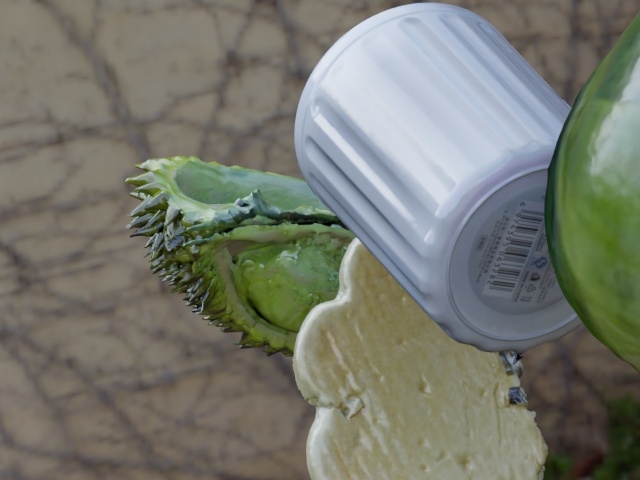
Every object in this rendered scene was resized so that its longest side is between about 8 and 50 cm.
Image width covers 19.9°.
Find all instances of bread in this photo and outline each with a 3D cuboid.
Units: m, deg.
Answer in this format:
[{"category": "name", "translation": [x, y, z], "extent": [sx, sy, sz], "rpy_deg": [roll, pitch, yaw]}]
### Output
[{"category": "bread", "translation": [0.069, 0.113, 1.300], "extent": [0.181, 0.251, 0.039], "rpy_deg": [-7, -9, -17]}]

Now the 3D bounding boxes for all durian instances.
[{"category": "durian", "translation": [0.000, 0.000, 1.439], "extent": [0.351, 0.158, 0.169], "rpy_deg": [12, -26, -30]}]

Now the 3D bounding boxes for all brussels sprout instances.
[{"category": "brussels sprout", "translation": [0.236, -0.019, 0.992], "extent": [0.210, 0.219, 0.271], "rpy_deg": [12, -16, 24]}]

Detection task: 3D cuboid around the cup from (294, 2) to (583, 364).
[{"category": "cup", "translation": [0.117, -0.034, 1.178], "extent": [0.221, 0.167, 0.202], "rpy_deg": [12, 23, -29]}]
